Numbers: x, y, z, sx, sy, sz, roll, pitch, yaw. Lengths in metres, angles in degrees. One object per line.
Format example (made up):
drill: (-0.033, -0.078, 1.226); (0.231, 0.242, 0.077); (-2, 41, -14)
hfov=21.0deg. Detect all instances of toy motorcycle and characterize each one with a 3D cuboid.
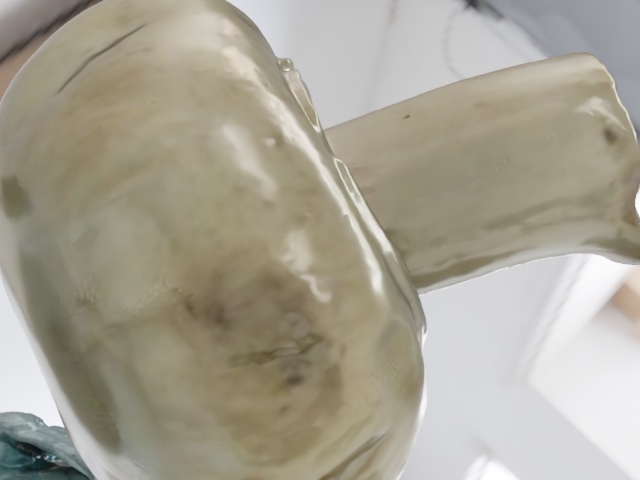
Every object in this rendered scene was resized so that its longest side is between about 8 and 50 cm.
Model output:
toy motorcycle: (-0.269, 0.232, 1.490); (0.206, 0.260, 0.154); (-124, -144, -76)

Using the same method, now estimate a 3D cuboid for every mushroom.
mushroom: (0.000, 0.000, 0.930); (0.336, 0.314, 0.314); (-16, 160, -3)
